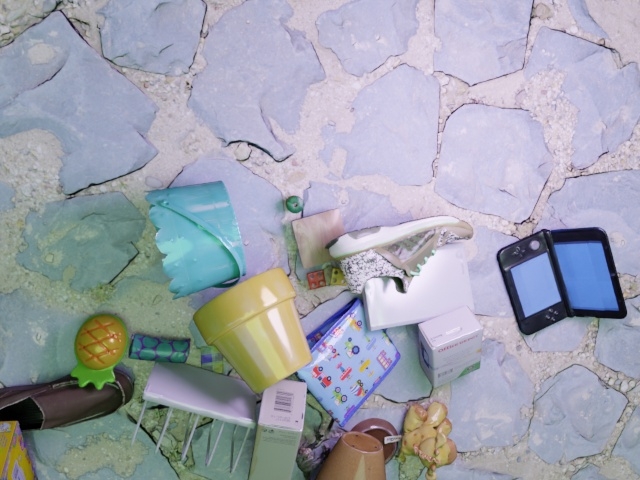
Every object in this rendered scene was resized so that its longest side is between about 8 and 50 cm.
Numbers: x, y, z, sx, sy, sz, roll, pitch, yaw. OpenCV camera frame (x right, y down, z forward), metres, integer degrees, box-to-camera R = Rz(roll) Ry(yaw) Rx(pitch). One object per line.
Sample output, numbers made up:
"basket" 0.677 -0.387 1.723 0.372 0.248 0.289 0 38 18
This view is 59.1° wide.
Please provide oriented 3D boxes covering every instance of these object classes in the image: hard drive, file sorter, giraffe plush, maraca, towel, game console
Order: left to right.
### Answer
"maraca" -0.551 0.274 1.404 0.127 0.099 0.185 10 76 -4
"file sorter" -0.323 0.450 1.443 0.278 0.193 0.173 20 100 -11
"towel" -0.294 0.325 1.527 0.060 0.009 0.083 -2 101 -11
"hard drive" 0.265 0.124 1.561 0.308 0.040 0.203 -8 86 -13
"giraffe plush" 0.314 0.578 1.605 0.210 0.170 0.181 -19 104 -19
"game console" 0.686 0.125 1.613 0.250 0.173 0.293 -24 104 -7

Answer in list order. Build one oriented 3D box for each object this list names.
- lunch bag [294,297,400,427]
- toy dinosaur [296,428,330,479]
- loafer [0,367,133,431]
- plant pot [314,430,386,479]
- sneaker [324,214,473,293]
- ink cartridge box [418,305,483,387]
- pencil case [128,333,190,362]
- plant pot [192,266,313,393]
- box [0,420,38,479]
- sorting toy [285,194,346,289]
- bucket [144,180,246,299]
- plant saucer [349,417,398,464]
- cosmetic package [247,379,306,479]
"lunch bag" 0.080 0.317 1.555 0.293 0.138 0.221 -40 103 -12
"toy dinosaur" -0.022 0.615 1.594 0.118 0.064 0.268 -46 146 -30
"loafer" -0.655 0.420 1.405 0.366 0.130 0.133 -12 103 -9
"plant pot" 0.088 0.672 1.560 0.237 0.237 0.254 11 96 -14
"sneaker" 0.219 0.047 1.475 0.411 0.158 0.182 -10 84 -16
"ink cartridge box" 0.361 0.297 1.571 0.154 0.093 0.212 -21 138 -7
"pencil case" -0.417 0.280 1.463 0.152 0.070 0.064 10 137 -15
"plant pot" -0.144 0.228 1.378 0.254 0.254 0.239 -30 82 -5
"box" -0.849 0.580 1.314 0.279 0.177 0.290 1 130 -11
"sorting toy" 0.000 0.000 1.508 0.132 0.046 0.274 -16 103 -9
"bucket" -0.293 -0.006 1.337 0.183 0.281 0.281 -15 103 -13
"plant saucer" 0.155 0.608 1.667 0.169 0.029 0.168 -2 101 -13
"cosmetic package" -0.116 0.523 1.464 0.113 0.160 0.309 11 121 -3
